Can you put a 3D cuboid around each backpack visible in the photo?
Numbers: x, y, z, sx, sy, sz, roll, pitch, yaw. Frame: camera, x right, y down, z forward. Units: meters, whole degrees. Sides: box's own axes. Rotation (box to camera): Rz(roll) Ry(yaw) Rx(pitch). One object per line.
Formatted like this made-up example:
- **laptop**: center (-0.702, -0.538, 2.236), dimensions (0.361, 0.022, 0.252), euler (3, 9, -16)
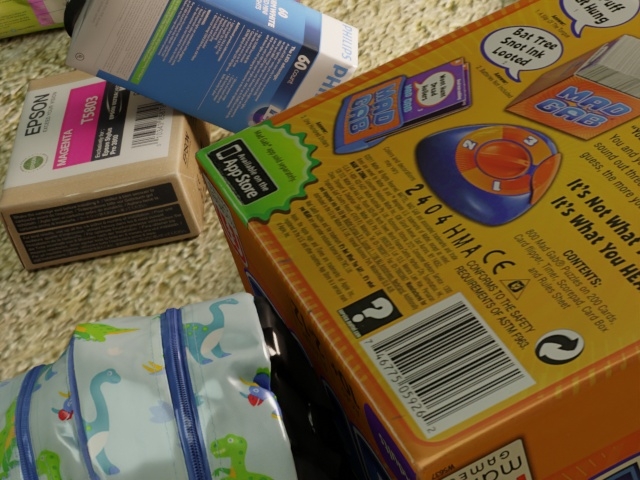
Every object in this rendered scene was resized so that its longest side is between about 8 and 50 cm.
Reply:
- **backpack**: center (-0.073, 0.197, 0.996), dimensions (0.273, 0.355, 0.290), euler (1, 49, -11)

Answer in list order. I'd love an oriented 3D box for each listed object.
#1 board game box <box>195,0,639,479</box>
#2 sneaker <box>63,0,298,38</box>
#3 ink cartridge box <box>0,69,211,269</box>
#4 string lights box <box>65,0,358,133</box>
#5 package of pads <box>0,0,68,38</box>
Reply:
- **board game box**: center (0.181, 0.084, 1.081), dimensions (0.356, 0.356, 0.356), euler (-26, 38, -9)
- **sneaker**: center (-0.166, -0.255, 1.848), dimensions (0.283, 0.107, 0.124), euler (-9, 45, 13)
- **ink cartridge box**: center (-0.217, -0.090, 1.678), dimensions (0.193, 0.088, 0.235), euler (-11, 39, 8)
- **string lights box**: center (-0.106, -0.193, 1.609), dimensions (0.259, 0.133, 0.077), euler (22, 37, -16)
- **package of pads**: center (-0.352, -0.354, 2.044), dimensions (0.296, 0.101, 0.229), euler (-9, 38, 13)
